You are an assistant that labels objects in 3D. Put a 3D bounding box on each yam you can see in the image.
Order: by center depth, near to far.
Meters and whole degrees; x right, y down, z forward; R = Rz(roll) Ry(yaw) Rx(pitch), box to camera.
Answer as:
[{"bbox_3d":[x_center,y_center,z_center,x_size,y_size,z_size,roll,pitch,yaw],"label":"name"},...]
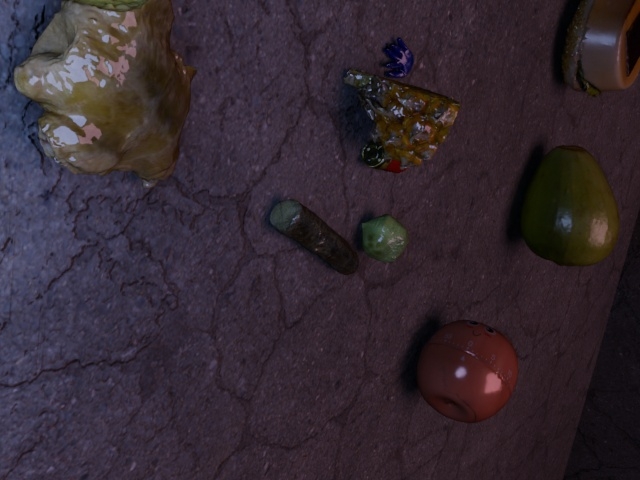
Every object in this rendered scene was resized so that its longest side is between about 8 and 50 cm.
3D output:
[{"bbox_3d":[0.000,0.000,1.350,0.274,0.061,0.061,38,75,-58],"label":"yam"}]

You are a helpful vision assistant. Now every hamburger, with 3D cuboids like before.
[{"bbox_3d":[0.736,-0.524,2.085,0.302,0.170,0.301,-27,124,-49],"label":"hamburger"}]

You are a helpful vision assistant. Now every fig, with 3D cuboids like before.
[{"bbox_3d":[0.666,-0.093,2.143,0.258,0.258,0.326,-3,93,-56],"label":"fig"}]

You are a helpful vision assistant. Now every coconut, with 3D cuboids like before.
[{"bbox_3d":[0.116,-0.006,1.502,0.087,0.096,0.088,-60,-175,9],"label":"coconut"}]

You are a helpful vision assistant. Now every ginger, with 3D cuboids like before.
[{"bbox_3d":[-0.214,-0.144,0.878,0.219,0.123,0.270,-50,143,-34],"label":"ginger"}]

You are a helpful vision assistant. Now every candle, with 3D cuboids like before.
[{"bbox_3d":[0.126,-0.150,1.465,0.131,0.052,0.052,2,105,-59],"label":"candle"}]

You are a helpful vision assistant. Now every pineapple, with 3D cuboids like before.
[{"bbox_3d":[0.109,-0.202,1.324,0.164,0.250,0.139,12,106,-26],"label":"pineapple"}]

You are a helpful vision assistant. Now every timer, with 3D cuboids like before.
[{"bbox_3d":[0.343,0.302,1.874,0.214,0.230,0.229,-57,147,-31],"label":"timer"}]

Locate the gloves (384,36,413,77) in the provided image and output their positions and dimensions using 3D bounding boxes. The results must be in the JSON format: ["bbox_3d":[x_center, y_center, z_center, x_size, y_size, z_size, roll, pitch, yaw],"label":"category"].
[{"bbox_3d":[0.136,-0.316,1.412,0.064,0.026,0.086,-64,148,-6],"label":"gloves"}]
